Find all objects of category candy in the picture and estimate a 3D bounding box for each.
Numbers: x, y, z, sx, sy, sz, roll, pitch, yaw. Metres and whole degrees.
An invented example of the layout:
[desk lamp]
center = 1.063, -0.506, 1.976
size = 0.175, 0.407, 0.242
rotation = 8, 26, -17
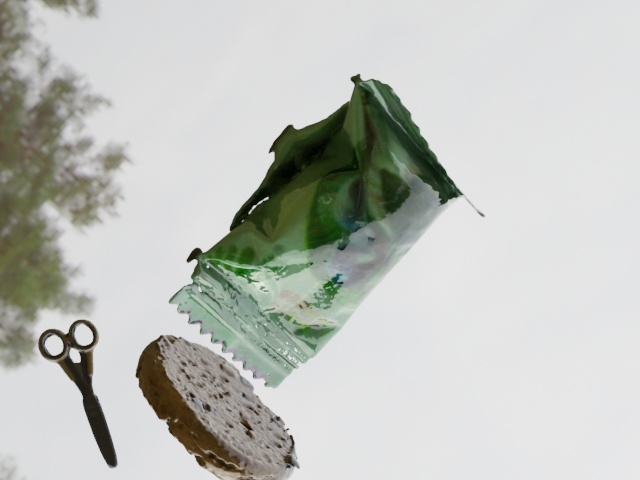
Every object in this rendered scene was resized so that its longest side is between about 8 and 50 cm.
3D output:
[candy]
center = 0.003, 0.003, 1.811
size = 0.398, 0.263, 0.172
rotation = -48, -149, -1

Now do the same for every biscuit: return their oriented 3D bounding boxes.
[biscuit]
center = -0.158, 0.261, 2.048
size = 0.075, 0.296, 0.296
rotation = -49, -152, 13

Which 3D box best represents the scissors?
[scissors]
center = -0.328, 0.221, 1.952
size = 0.088, 0.220, 0.017
rotation = -18, -173, 2
